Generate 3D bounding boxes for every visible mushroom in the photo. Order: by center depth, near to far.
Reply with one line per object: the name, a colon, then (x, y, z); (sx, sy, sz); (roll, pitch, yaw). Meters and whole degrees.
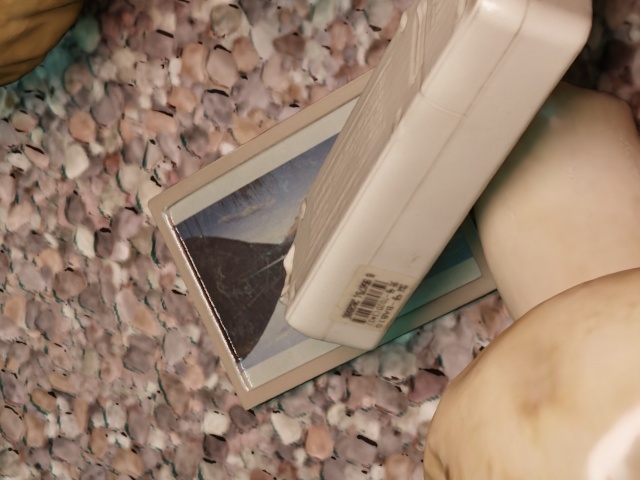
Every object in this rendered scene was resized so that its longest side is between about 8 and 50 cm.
mushroom: (0.178, 0.079, 0.850); (0.314, 0.314, 0.336); (-37, 53, 30)

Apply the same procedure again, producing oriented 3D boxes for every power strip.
power strip: (0.056, -0.060, 0.878); (0.058, 0.098, 0.338); (16, 142, -11)

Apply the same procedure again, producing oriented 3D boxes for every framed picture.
framed picture: (0.000, 0.000, 1.053); (0.203, 0.015, 0.150); (-27, 86, 31)

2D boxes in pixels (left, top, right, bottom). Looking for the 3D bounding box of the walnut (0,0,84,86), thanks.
walnut: (-0.241, -0.227, 0.983); (0.277, 0.282, 0.253); (39, 136, -25)
